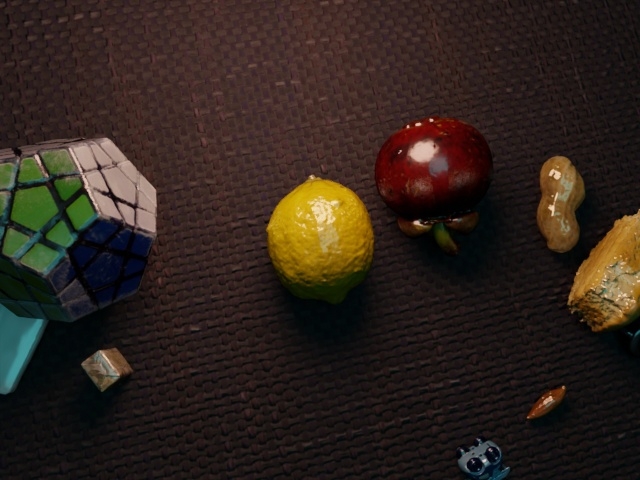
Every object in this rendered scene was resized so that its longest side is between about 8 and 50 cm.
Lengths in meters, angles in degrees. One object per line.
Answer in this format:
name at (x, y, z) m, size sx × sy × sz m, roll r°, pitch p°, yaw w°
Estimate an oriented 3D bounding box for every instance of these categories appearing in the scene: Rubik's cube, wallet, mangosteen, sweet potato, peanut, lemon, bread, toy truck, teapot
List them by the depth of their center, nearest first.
Rubik's cube at (-0.420, -0.023, 1.000) m, size 0.264 × 0.319 × 0.319 m, roll 38°, pitch 77°, yaw 29°
wallet at (-0.539, 0.168, 1.073) m, size 0.095 × 0.033 × 0.190 m, roll 25°, pitch 79°, yaw -3°
lemon at (0.000, 0.000, 1.082) m, size 0.192 × 0.192 × 0.231 m, roll -11°, pitch 88°, yaw -8°
toy truck at (0.269, 0.418, 1.112) m, size 0.136 × 0.063 × 0.074 m, roll -26°, pitch 104°, yaw -7°
mangosteen at (0.211, -0.095, 1.124) m, size 0.215 × 0.215 × 0.258 m, roll -16°, pitch 103°, yaw -9°
bread at (0.569, 0.056, 1.148) m, size 0.121 × 0.174 × 0.245 m, roll 41°, pitch 71°, yaw 6°
sweet potato at (0.427, 0.309, 1.160) m, size 0.095 × 0.034 × 0.034 m, roll -37°, pitch 86°, yaw 0°
teapot at (0.622, 0.191, 1.196) m, size 0.100 × 0.045 × 0.068 m, roll 25°, pitch 102°, yaw -19°
peanut at (0.470, -0.071, 1.204) m, size 0.089 × 0.089 × 0.193 m, roll 7°, pitch 84°, yaw -5°

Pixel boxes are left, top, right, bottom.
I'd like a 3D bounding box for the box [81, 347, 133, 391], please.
box at (-0.362, 0.219, 1.051) m, size 0.045 × 0.098 × 0.062 m, roll -38°, pitch 84°, yaw -6°
